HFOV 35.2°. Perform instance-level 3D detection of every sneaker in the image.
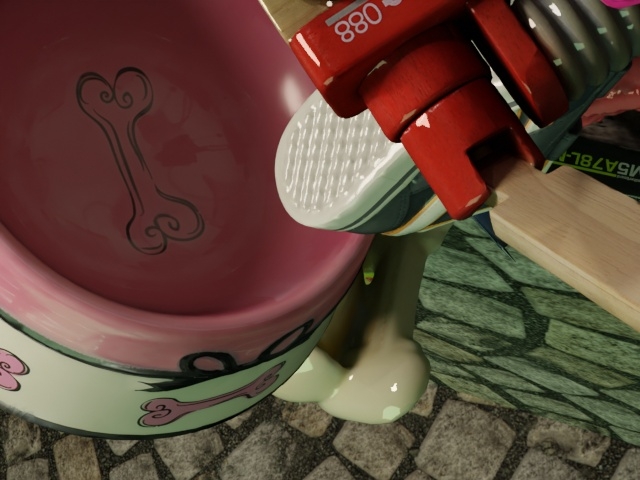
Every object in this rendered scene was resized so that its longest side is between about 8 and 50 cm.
[{"bbox_3d":[0.113,-0.110,0.630,0.127,0.126,0.321,7,148,-42],"label":"sneaker"}]

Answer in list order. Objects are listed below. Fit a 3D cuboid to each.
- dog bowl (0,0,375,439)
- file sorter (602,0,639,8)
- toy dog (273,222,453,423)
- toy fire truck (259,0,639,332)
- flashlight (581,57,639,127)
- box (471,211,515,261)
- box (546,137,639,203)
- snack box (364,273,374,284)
[{"bbox_3d":[-0.129,-0.066,0.759,0.408,0.408,0.150,25,150,-15],"label":"dog bowl"},{"bbox_3d":[0.072,-0.225,0.230,0.291,0.182,0.202,29,165,-26],"label":"file sorter"},{"bbox_3d":[-0.109,-0.021,1.071,0.408,0.284,0.395,36,153,-32],"label":"toy dog"},{"bbox_3d":[0.111,-0.089,0.424,0.246,0.217,0.158,58,-175,9],"label":"toy fire truck"},{"bbox_3d":[0.214,-0.096,0.658,0.103,0.103,0.304,-20,-172,-35],"label":"flashlight"},{"bbox_3d":[0.112,-0.074,0.913,0.225,0.036,0.136,39,-166,-49],"label":"box"},{"bbox_3d":[0.243,-0.048,0.867,0.184,0.045,0.191,18,180,23],"label":"box"},{"bbox_3d":[0.000,0.000,1.439,0.207,0.070,0.174,22,166,4],"label":"snack box"}]
